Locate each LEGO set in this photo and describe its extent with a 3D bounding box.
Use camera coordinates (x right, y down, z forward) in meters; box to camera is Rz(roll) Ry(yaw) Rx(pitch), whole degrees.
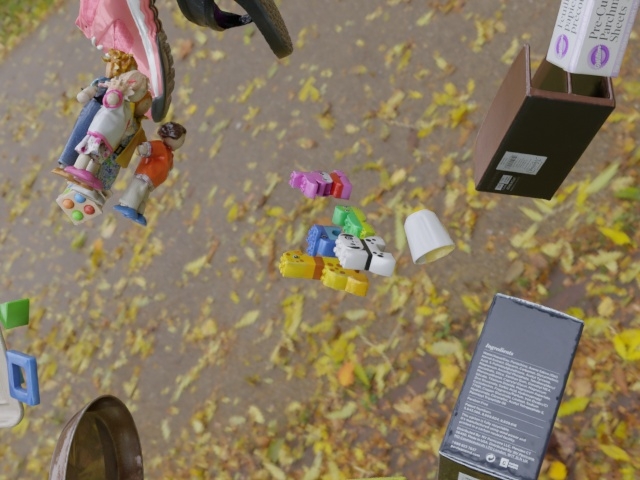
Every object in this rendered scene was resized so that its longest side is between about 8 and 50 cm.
[{"bbox_3d":[0.000,0.000,1.057,0.227,0.093,0.087,-116,35,-59],"label":"LEGO set"}]

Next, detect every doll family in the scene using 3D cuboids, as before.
[{"bbox_3d":[-0.248,-0.134,1.103,0.118,0.263,0.163,23,81,10],"label":"doll family"}]

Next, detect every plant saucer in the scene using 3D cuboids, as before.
[{"bbox_3d":[-0.212,0.230,0.879,0.029,0.168,0.168,-5,56,13],"label":"plant saucer"}]

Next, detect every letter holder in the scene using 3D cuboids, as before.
[{"bbox_3d":[0.392,-0.246,1.692,0.301,0.152,0.214,107,168,-61],"label":"letter holder"}]

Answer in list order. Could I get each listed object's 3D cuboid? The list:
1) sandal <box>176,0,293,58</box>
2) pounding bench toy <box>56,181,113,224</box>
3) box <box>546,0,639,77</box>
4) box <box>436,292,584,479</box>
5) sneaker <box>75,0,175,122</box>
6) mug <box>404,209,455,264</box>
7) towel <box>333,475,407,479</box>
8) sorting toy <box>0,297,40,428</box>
[{"bbox_3d":[-0.176,-0.382,1.232,0.107,0.446,0.167,-28,56,15],"label":"sandal"},{"bbox_3d":[-0.370,-0.058,1.417,0.083,0.052,0.065,-23,28,22],"label":"pounding bench toy"},{"bbox_3d":[0.326,-0.341,1.008,0.063,0.067,0.323,-126,43,-59],"label":"box"},{"bbox_3d":[0.216,0.191,1.077,0.108,0.153,0.207,18,66,15],"label":"box"},{"bbox_3d":[-0.332,-0.346,1.560,0.136,0.313,0.116,-11,14,3],"label":"sneaker"},{"bbox_3d":[0.149,-0.006,1.313,0.062,0.078,0.064,-24,72,5],"label":"mug"},{"bbox_3d":[-0.038,0.238,0.753,0.102,0.237,0.021,-19,85,45],"label":"towel"},{"bbox_3d":[-0.465,0.160,1.297,0.348,0.047,0.195,-13,89,46],"label":"sorting toy"}]
